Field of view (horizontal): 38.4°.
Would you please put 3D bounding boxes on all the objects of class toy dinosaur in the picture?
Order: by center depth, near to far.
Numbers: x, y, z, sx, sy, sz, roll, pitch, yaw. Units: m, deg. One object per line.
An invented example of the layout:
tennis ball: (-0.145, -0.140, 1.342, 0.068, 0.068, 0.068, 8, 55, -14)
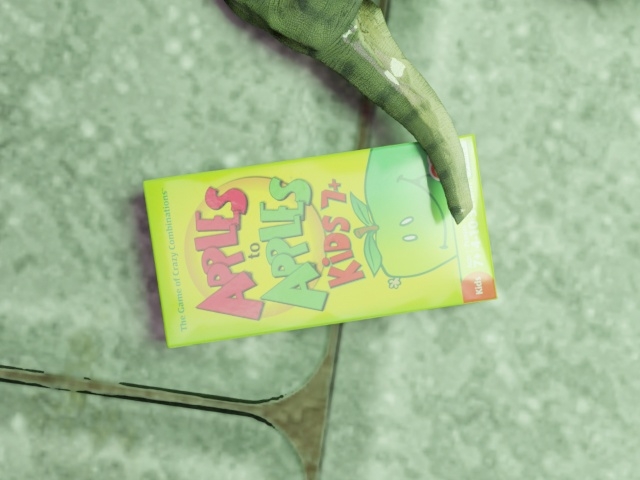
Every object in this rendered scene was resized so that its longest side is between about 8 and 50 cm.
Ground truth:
toy dinosaur: (0.014, -0.140, 0.492, 0.268, 0.064, 0.118, 43, 100, 12)

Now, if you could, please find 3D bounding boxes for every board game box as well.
board game box: (0.000, 0.000, 0.514, 0.181, 0.043, 0.092, -8, 91, -1)
